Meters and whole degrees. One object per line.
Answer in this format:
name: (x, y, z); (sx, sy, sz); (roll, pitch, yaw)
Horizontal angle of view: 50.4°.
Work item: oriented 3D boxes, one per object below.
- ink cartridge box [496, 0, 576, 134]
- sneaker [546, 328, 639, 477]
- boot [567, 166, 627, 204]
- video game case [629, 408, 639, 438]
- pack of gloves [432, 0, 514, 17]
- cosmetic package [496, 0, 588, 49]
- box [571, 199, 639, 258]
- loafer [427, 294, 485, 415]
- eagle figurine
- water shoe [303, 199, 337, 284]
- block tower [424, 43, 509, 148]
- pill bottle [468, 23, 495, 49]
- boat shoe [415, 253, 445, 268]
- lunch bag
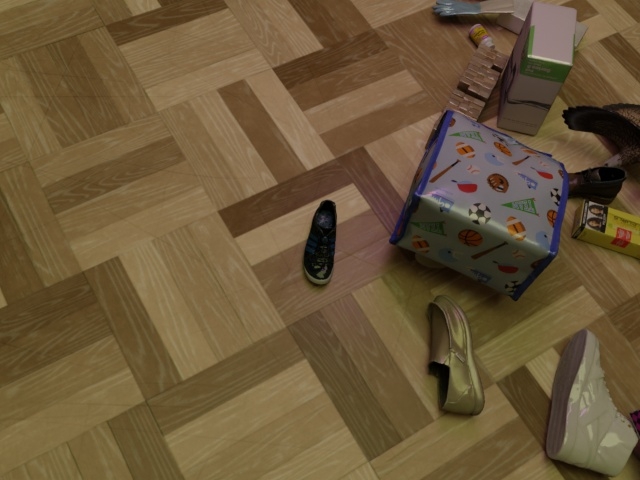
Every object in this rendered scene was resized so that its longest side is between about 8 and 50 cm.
ink cartridge box: (0.550, -0.435, 1.746); (0.115, 0.272, 0.198); (13, 61, 3)
sneaker: (0.588, 0.346, 1.437); (0.169, 0.108, 0.292); (22, 66, -2)
boot: (0.649, -0.158, 1.701); (0.219, 0.106, 0.082); (8, 61, -2)
video game case: (0.746, 0.450, 1.378); (0.210, 0.042, 0.232); (6, 58, -33)
pack of gloves: (0.443, -0.705, 2.001); (0.232, 0.046, 0.195); (1, 49, 8)
cosmetic package: (0.642, -0.625, 1.976); (0.239, 0.060, 0.099); (31, 61, 11)
box: (0.741, -0.019, 1.664); (0.232, 0.058, 0.087); (20, 61, 4)
loafer: (0.272, 0.242, 1.450); (0.092, 0.102, 0.268); (-5, 63, -15)
eagle figurine: (0.786, -0.258, 1.728); (0.225, 0.226, 0.298); (-27, 72, 3)
water shoe: (0.000, 0.000, 1.562); (0.073, 0.080, 0.203); (5, 62, -3)
block tower: (0.390, -0.366, 1.794); (0.097, 0.091, 0.335); (28, 63, 9)
pill bottle: (0.462, -0.575, 1.940); (0.043, 0.043, 0.083); (-24, 67, -17)
boat shoe: (0.288, 0.037, 1.595); (0.137, 0.049, 0.043); (5, 25, -2)
lunch bag: (0.374, -0.105, 1.553); (0.328, 0.239, 0.385); (25, 53, 1)
